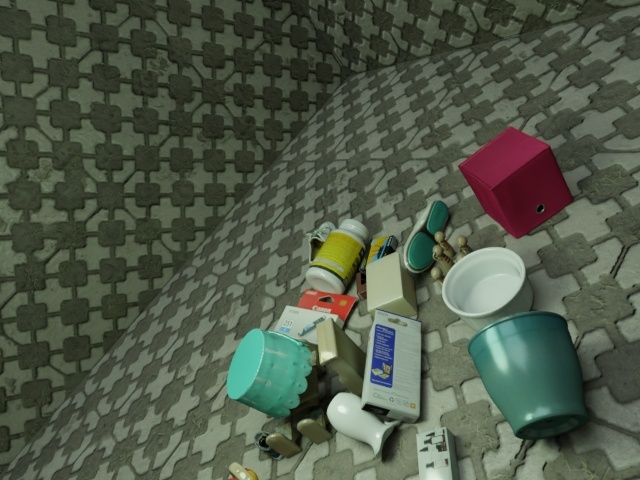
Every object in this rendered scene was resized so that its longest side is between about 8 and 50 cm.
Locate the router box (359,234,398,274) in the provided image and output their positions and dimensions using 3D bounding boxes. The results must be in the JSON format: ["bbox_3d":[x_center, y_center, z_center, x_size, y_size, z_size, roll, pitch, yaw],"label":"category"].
[{"bbox_3d":[0.256,0.065,2.259,0.133,0.046,0.179,-14,40,39],"label":"router box"}]

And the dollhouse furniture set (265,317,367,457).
[{"bbox_3d":[-0.050,0.487,1.823,0.394,0.256,0.362,-29,35,16],"label":"dollhouse furniture set"}]

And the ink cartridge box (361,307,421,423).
[{"bbox_3d":[0.241,0.404,1.705,0.069,0.175,0.371,110,175,-46],"label":"ink cartridge box"}]

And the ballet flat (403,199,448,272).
[{"bbox_3d":[0.416,-0.003,2.113,0.139,0.139,0.400,-9,38,43],"label":"ballet flat"}]

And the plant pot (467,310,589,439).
[{"bbox_3d":[0.550,0.364,1.337,0.271,0.271,0.255,-27,47,23],"label":"plant pot"}]

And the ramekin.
[{"bbox_3d":[0.554,0.168,1.689,0.277,0.135,0.277,-27,33,20],"label":"ramekin"}]

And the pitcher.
[{"bbox_3d":[0.142,0.559,1.638,0.207,0.126,0.177,28,52,28],"label":"pitcher"}]

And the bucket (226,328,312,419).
[{"bbox_3d":[-0.177,0.437,1.726,0.281,0.183,0.281,-44,31,34],"label":"bucket"}]

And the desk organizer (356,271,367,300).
[{"bbox_3d":[0.184,0.188,2.181,0.050,0.047,0.130,-26,33,20],"label":"desk organizer"}]

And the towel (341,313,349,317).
[{"bbox_3d":[0.022,0.312,2.203,0.237,0.021,0.102,-16,35,27],"label":"towel"}]

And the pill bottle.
[{"bbox_3d":[0.087,0.072,2.302,0.187,0.188,0.334,-3,47,47],"label":"pill bottle"}]

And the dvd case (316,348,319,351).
[{"bbox_3d":[-0.082,0.443,2.173,0.180,0.022,0.253,-46,30,-10],"label":"dvd case"}]

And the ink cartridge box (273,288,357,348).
[{"bbox_3d":[-0.026,0.313,2.160,0.296,0.066,0.261,4,56,41],"label":"ink cartridge box"}]

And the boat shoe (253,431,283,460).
[{"bbox_3d":[-0.203,0.728,1.871,0.183,0.083,0.065,6,53,52],"label":"boat shoe"}]

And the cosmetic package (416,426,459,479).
[{"bbox_3d":[0.323,0.641,1.407,0.098,0.060,0.239,-27,32,25],"label":"cosmetic package"}]

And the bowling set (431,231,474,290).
[{"bbox_3d":[0.513,0.052,1.873,0.199,0.154,0.287,-24,34,27],"label":"bowling set"}]

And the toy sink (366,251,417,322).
[{"bbox_3d":[0.275,0.189,1.992,0.152,0.131,0.234,-26,38,24],"label":"toy sink"}]

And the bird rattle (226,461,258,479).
[{"bbox_3d":[-0.232,0.806,1.702,0.143,0.207,0.253,-32,35,-22],"label":"bird rattle"}]

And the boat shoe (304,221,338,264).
[{"bbox_3d":[-0.007,0.004,2.531,0.135,0.156,0.367,-23,35,28],"label":"boat shoe"}]

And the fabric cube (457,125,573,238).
[{"bbox_3d":[0.715,-0.216,1.895,0.254,0.258,0.259,-36,30,7],"label":"fabric cube"}]
